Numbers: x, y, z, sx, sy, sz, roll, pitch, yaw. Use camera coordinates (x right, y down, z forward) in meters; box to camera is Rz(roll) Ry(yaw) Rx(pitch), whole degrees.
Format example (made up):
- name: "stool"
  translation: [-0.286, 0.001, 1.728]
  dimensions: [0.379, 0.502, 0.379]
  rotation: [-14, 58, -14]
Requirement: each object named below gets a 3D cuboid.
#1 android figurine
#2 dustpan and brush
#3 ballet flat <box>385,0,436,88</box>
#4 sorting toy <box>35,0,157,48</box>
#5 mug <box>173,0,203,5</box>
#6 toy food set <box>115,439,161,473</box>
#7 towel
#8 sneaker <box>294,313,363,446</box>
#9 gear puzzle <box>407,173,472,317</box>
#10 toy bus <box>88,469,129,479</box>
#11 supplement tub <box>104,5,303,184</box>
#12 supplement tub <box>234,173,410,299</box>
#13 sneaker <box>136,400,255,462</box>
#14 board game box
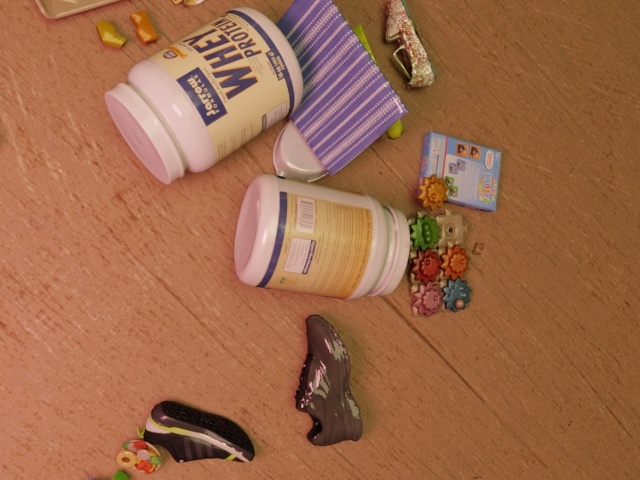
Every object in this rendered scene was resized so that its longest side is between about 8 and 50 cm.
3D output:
- name: "android figurine"
  translation: [0.110, -0.355, 1.257]
  dimensions: [0.056, 0.248, 0.273]
  rotation: [-23, 135, 14]
- name: "dustpan and brush"
  translation: [-0.067, -0.166, 1.266]
  dimensions: [0.147, 0.060, 0.211]
  rotation: [44, 65, -1]
- name: "ballet flat"
  translation: [0.203, -0.480, 1.387]
  dimensions: [0.077, 0.091, 0.241]
  rotation: [-24, 90, 0]
- name: "sorting toy"
  translation: [-0.469, -0.522, 1.152]
  dimensions: [0.229, 0.041, 0.307]
  rotation: [-28, 95, -26]
- name: "mug"
  translation: [-0.282, -0.544, 1.214]
  dimensions: [0.078, 0.062, 0.064]
  rotation: [-29, 87, -28]
- name: "toy food set"
  translation: [-0.343, 0.412, 1.088]
  dimensions: [0.083, 0.020, 0.083]
  rotation: [33, 115, -6]
- name: "towel"
  translation: [0.009, -0.332, 1.191]
  dimensions: [0.040, 0.243, 0.336]
  rotation: [-28, 83, -49]
- name: "sneaker"
  translation: [0.001, 0.301, 1.215]
  dimensions: [0.130, 0.109, 0.286]
  rotation: [-13, 87, -16]
- name: "gear puzzle"
  translation: [0.291, 0.010, 1.365]
  dimensions: [0.175, 0.044, 0.339]
  rotation: [-6, 94, -22]
- name: "toy bus"
  translation: [-0.365, 0.546, 1.042]
  dimensions: [0.202, 0.191, 0.104]
  rotation: [30, 118, -15]
- name: "supplement tub"
  translation: [-0.221, -0.279, 1.114]
  dimensions: [0.325, 0.235, 0.235]
  rotation: [-39, 99, -21]
- name: "supplement tub"
  translation: [0.000, 0.000, 1.175]
  dimensions: [0.316, 0.228, 0.228]
  rotation: [10, 81, -20]
- name: "sneaker"
  translation: [-0.246, 0.397, 1.134]
  dimensions: [0.234, 0.084, 0.097]
  rotation: [29, 99, -15]
- name: "board game box"
  translation: [0.350, -0.169, 1.431]
  dimensions: [0.211, 0.039, 0.160]
  rotation: [11, 81, -19]
